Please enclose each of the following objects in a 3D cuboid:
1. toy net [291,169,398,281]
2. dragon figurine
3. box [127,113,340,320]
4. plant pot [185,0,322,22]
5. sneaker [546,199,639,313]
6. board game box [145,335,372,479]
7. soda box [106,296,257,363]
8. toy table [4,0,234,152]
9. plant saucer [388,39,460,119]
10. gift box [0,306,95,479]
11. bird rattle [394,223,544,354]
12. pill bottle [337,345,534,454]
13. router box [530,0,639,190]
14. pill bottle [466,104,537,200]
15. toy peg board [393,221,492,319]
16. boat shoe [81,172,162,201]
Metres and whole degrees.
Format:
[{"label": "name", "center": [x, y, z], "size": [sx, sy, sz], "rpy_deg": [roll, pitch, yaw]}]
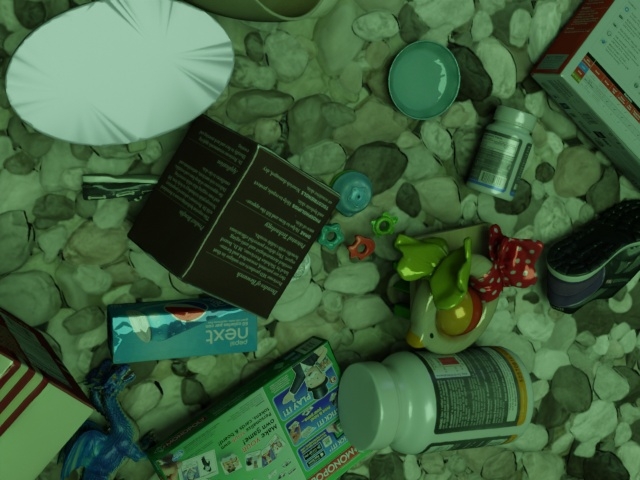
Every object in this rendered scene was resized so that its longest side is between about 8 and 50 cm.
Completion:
[{"label": "toy net", "center": [0.000, 0.000, 1.393], "size": [0.232, 0.045, 0.122], "rpy_deg": [-37, 113, -6]}, {"label": "dragon figurine", "center": [-0.329, 0.312, 1.325], "size": [0.144, 0.085, 0.289], "rpy_deg": [33, 86, -21]}, {"label": "box", "center": [-0.119, -0.034, 1.254], "size": [0.167, 0.168, 0.203], "rpy_deg": [29, 92, -42]}, {"label": "plant pot", "center": [-0.131, -0.404, 1.145], "size": [0.284, 0.191, 0.283], "rpy_deg": [6, 84, -60]}, {"label": "sneaker", "center": [0.495, 0.029, 1.557], "size": [0.283, 0.107, 0.124], "rpy_deg": [-23, 133, -17]}, {"label": "board game box", "center": [-0.081, 0.319, 1.395], "size": [0.317, 0.046, 0.213], "rpy_deg": [-32, 112, -26]}, {"label": "soda box", "center": [-0.201, 0.127, 1.338], "size": [0.210, 0.067, 0.071], "rpy_deg": [-3, 104, -19]}, {"label": "toy table", "center": [-0.260, -0.226, 1.179], "size": [0.275, 0.161, 0.252], "rpy_deg": [-4, 106, -17]}, {"label": "plant saucer", "center": [0.155, -0.244, 1.399], "size": [0.120, 0.021, 0.119], "rpy_deg": [-4, 104, -19]}, {"label": "gift box", "center": [-0.481, 0.210, 1.169], "size": [0.258, 0.276, 0.255], "rpy_deg": [-50, 126, -6]}, {"label": "bird rattle", "center": [0.212, 0.072, 1.388], "size": [0.254, 0.143, 0.206], "rpy_deg": [2, 111, -48]}, {"label": "pill bottle", "center": [0.178, 0.248, 1.430], "size": [0.279, 0.162, 0.162], "rpy_deg": [1, 102, -27]}, {"label": "router box", "center": [0.550, -0.274, 1.487], "size": [0.335, 0.082, 0.301], "rpy_deg": [40, 84, -23]}, {"label": "pill bottle", "center": [0.286, -0.137, 1.439], "size": [0.078, 0.078, 0.137], "rpy_deg": [16, 97, -22]}, {"label": "toy peg board", "center": [0.189, 0.055, 1.463], "size": [0.161, 0.079, 0.161], "rpy_deg": [-11, 107, -33]}, {"label": "boat shoe", "center": [-0.268, -0.072, 1.279], "size": [0.125, 0.046, 0.038], "rpy_deg": [-1, 103, -16]}]
